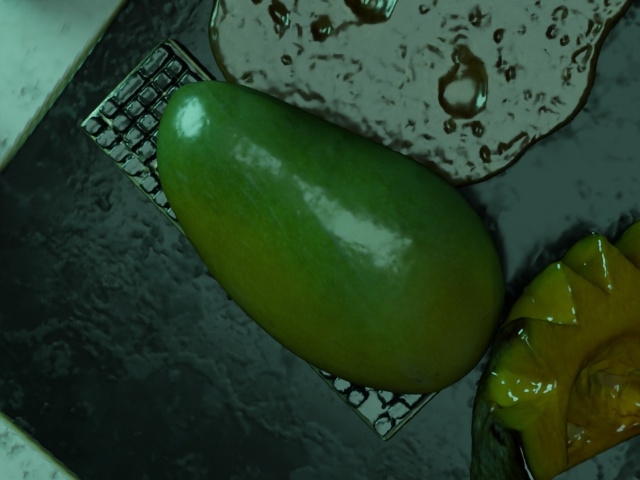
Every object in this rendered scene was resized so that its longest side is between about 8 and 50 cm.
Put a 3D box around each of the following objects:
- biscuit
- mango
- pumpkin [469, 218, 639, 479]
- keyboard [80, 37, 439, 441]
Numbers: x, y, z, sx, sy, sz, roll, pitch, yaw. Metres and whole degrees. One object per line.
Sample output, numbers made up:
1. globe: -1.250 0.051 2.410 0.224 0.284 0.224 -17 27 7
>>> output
1. biscuit: 0.066 -0.163 0.795 0.273 0.049 0.257 -40 89 14
2. mango: 0.000 0.000 0.745 0.251 0.114 0.156 30 138 -3
3. pumpkin: 0.157 0.080 0.761 0.149 0.254 0.131 -41 72 51
4. keyboard: -0.035 0.001 0.835 0.317 0.027 0.106 45 99 4
